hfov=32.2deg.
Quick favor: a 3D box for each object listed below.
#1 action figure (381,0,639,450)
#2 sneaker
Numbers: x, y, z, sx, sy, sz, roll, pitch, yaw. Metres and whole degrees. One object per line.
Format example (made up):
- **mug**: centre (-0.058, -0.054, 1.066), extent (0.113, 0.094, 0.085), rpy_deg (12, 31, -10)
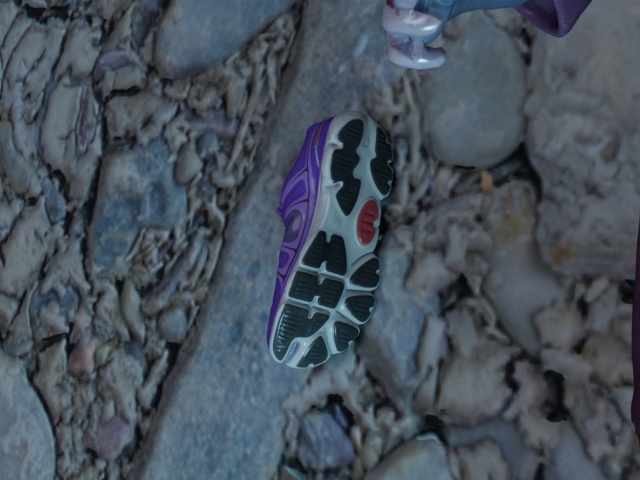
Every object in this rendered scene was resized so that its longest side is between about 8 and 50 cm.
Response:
- **action figure**: centre (0.188, -0.092, 0.395), extent (0.248, 0.276, 0.370), rpy_deg (-13, 84, 39)
- **sneaker**: centre (0.000, 0.000, 0.725), extent (0.071, 0.068, 0.169), rpy_deg (1, 73, 55)
